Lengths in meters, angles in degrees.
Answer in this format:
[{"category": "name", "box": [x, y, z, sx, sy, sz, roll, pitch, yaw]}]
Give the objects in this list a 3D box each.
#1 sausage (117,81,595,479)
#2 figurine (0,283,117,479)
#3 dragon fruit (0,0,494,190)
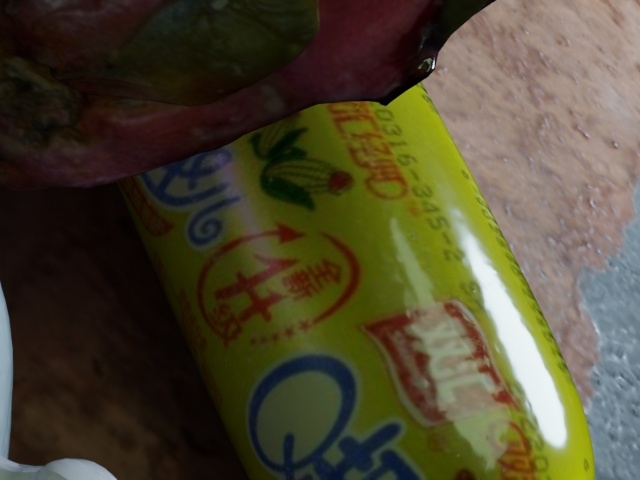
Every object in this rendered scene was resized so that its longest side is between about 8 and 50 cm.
[{"category": "sausage", "box": [0.000, 0.000, 0.733, 0.123, 0.123, 0.347, -4, 60, -43]}, {"category": "figurine", "box": [-0.224, -0.015, 0.477, 0.361, 0.211, 0.253, 56, 32, 10]}, {"category": "dragon fruit", "box": [-0.088, -0.198, 0.616, 0.263, 0.314, 0.296, 54, 30, -43]}]
